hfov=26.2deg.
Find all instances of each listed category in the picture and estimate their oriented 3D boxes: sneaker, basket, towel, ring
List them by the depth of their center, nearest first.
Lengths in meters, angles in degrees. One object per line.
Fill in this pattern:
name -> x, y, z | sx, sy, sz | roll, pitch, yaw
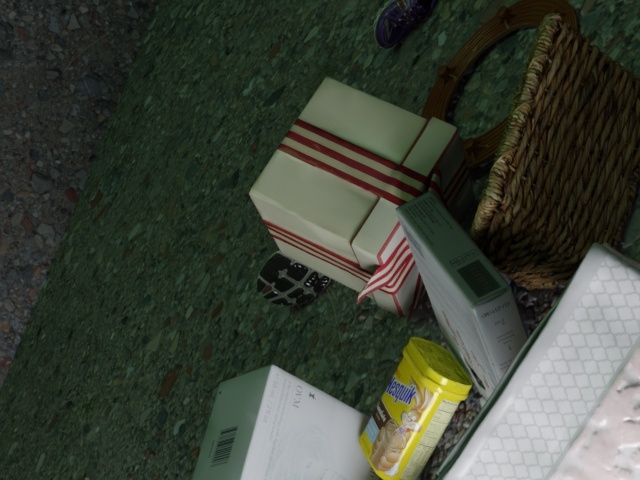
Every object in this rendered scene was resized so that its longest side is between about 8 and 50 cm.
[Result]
towel -> 0.319, 0.213, 1.384 | 0.317, 0.053, 0.332 | 35, 97, 22
basket -> 0.276, -0.112, 1.811 | 0.213, 0.223, 0.299 | -10, 55, 58
ring -> 0.267, -0.253, 2.165 | 0.336, 0.032, 0.336 | -39, 30, 28
sneaker -> 0.000, 0.000, 2.366 | 0.279, 0.107, 0.118 | -47, 10, 18
sneaker -> 0.161, -0.421, 2.519 | 0.170, 0.068, 0.071 | -51, 33, 16

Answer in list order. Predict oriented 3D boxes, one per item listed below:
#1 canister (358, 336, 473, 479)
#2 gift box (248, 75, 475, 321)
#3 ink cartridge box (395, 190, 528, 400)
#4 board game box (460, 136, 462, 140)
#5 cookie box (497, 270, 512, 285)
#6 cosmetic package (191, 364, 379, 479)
canister -> 0.126, 0.234, 1.868 | 0.170, 0.073, 0.126 | -63, 24, 14
gift box -> 0.072, -0.038, 2.002 | 0.258, 0.255, 0.276 | 25, 78, 23
ink cartridge box -> 0.198, 0.098, 1.767 | 0.060, 0.239, 0.275 | -26, 32, -4
board game box -> 0.192, -0.112, 2.192 | 0.090, 0.020, 0.090 | -42, 30, 33
cookie box -> 0.224, 0.063, 1.927 | 0.092, 0.040, 0.107 | -3, 60, 60
cosmetic package -> -0.044, 0.328, 1.922 | 0.138, 0.224, 0.224 | -23, 44, 48
